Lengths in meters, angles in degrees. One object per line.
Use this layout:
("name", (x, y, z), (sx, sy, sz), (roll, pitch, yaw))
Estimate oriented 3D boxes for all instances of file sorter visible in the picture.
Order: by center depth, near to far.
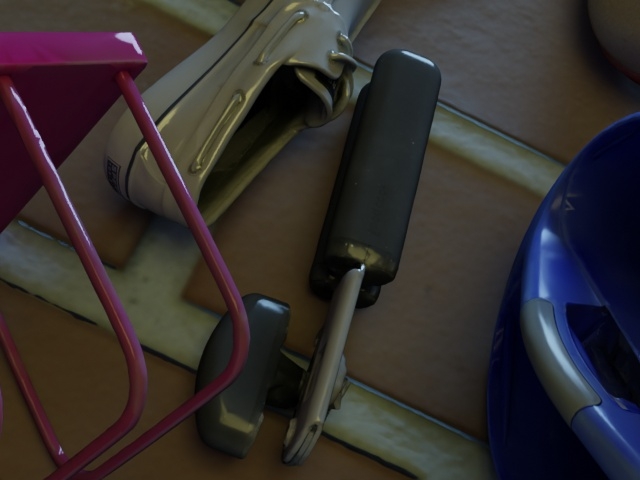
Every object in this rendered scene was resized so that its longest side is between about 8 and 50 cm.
("file sorter", (-0.205, 0.043, 0.472), (0.291, 0.202, 0.182), (-12, 69, -48))

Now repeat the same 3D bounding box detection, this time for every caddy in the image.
("caddy", (0.188, 0.080, 0.566), (0.179, 0.241, 0.341), (16, 26, -15))

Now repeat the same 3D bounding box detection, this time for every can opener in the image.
("can opener", (0.000, 0.000, 0.676), (0.095, 0.076, 0.283), (19, 62, -7))

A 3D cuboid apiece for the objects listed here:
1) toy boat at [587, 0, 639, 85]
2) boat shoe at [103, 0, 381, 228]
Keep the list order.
("toy boat", (0.297, -0.204, 0.831), (0.151, 0.151, 0.231), (34, 58, -31))
("boat shoe", (-0.020, -0.104, 0.703), (0.084, 0.095, 0.258), (32, 71, 25))
